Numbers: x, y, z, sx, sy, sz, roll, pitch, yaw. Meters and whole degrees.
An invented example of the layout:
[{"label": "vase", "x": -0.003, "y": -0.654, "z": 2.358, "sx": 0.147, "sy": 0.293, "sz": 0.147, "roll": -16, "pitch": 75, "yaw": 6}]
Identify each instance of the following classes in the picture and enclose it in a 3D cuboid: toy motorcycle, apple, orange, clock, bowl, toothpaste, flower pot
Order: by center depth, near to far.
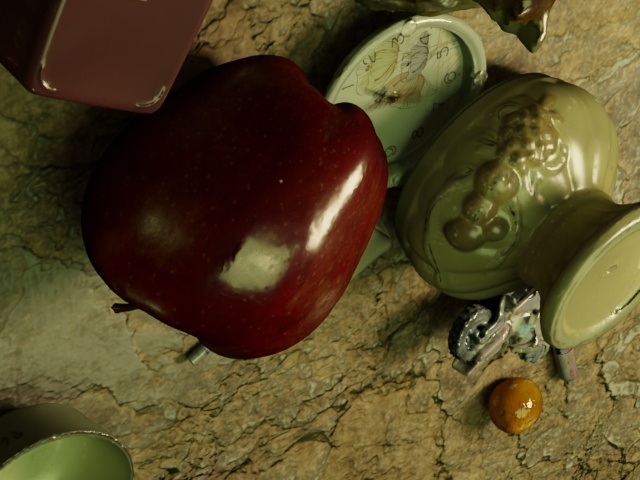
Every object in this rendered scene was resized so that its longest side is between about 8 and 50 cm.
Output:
[{"label": "apple", "x": -0.087, "y": -0.030, "z": 1.772, "sx": 0.317, "sy": 0.288, "sz": 0.288, "roll": -52, "pitch": 139, "yaw": -8}, {"label": "bowl", "x": -0.328, "y": 0.267, "z": 1.952, "sx": 0.211, "sy": 0.112, "sz": 0.211, "roll": -20, "pitch": 133, "yaw": -23}, {"label": "clock", "x": 0.084, "y": -0.164, "z": 1.963, "sx": 0.236, "sy": 0.053, "sz": 0.236, "roll": -22, "pitch": 137, "yaw": -22}, {"label": "flower pot", "x": 0.267, "y": -0.026, "z": 2.039, "sx": 0.307, "sy": 0.244, "sz": 0.307, "roll": -34, "pitch": 149, "yaw": -24}, {"label": "toothpaste", "x": -0.125, "y": 0.118, "z": 2.062, "sx": 0.083, "sy": 0.015, "sz": 0.024, "roll": -40, "pitch": 146, "yaw": -12}, {"label": "toy motorcycle", "x": 0.263, "y": 0.112, "z": 2.286, "sx": 0.239, "sy": 0.108, "sz": 0.204, "roll": -29, "pitch": 137, "yaw": -16}, {"label": "orange", "x": 0.274, "y": 0.232, "z": 2.423, "sx": 0.083, "sy": 0.070, "sz": 0.083, "roll": -29, "pitch": 152, "yaw": -17}, {"label": "toothpaste", "x": 0.343, "y": 0.148, "z": 2.440, "sx": 0.045, "sy": 0.028, "sz": 0.170, "roll": -27, "pitch": 134, "yaw": -8}]

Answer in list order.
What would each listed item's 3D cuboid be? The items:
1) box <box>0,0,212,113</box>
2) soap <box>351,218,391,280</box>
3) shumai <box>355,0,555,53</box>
[{"label": "box", "x": -0.199, "y": -0.265, "z": 1.577, "sx": 0.193, "sy": 0.167, "sz": 0.294, "roll": 8, "pitch": 118, "yaw": -39}, {"label": "soap", "x": 0.000, "y": 0.000, "z": 1.983, "sx": 0.121, "sy": 0.064, "sz": 0.183, "roll": -42, "pitch": 156, "yaw": 8}, {"label": "shumai", "x": 0.166, "y": -0.335, "z": 1.688, "sx": 0.324, "sy": 0.323, "sz": 0.397, "roll": -52, "pitch": 137, "yaw": 7}]
